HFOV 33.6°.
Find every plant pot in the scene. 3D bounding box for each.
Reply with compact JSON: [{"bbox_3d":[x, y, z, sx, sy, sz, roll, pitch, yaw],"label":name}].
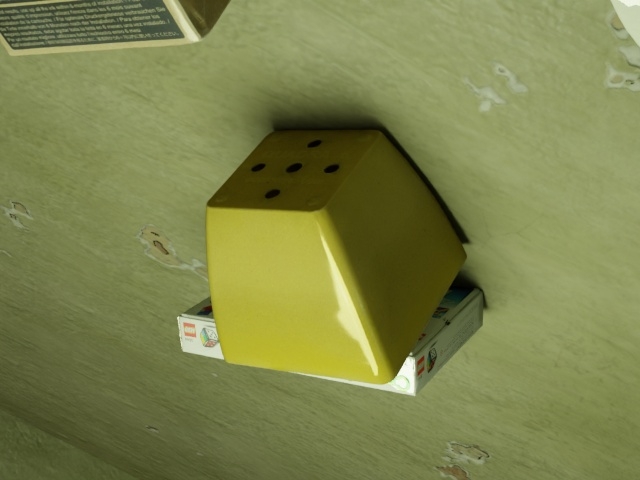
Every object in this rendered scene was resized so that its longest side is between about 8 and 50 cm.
[{"bbox_3d":[0.000,0.000,1.104,0.212,0.212,0.187,4,130,33],"label":"plant pot"}]

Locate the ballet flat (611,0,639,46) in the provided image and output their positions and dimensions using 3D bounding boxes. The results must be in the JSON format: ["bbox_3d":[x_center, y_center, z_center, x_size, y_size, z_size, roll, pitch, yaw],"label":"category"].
[{"bbox_3d":[0.220,-0.226,0.625,0.139,0.139,0.400,-6,134,42],"label":"ballet flat"}]

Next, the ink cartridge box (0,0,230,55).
[{"bbox_3d":[-0.127,-0.246,0.775,0.193,0.234,0.088,3,142,32],"label":"ink cartridge box"}]

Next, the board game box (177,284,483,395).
[{"bbox_3d":[0.013,0.094,1.240,0.305,0.193,0.053,7,112,30],"label":"board game box"}]
